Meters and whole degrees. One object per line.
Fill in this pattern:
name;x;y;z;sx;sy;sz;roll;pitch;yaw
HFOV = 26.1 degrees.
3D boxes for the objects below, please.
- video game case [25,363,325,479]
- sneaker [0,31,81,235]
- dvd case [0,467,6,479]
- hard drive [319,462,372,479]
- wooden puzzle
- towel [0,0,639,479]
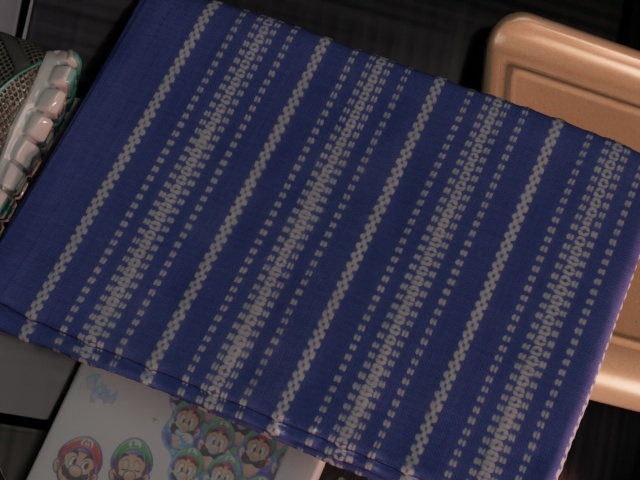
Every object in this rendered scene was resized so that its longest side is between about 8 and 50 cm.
video game case;-0.089;0.145;0.790;0.157;0.019;0.143;20;75;14
sneaker;-0.203;-0.047;0.787;0.076;0.065;0.166;26;74;-3
dvd case;-0.304;0.119;0.760;0.221;0.018;0.164;-25;96;-19
hard drive;0.017;0.159;0.851;0.255;0.054;0.172;-45;102;-15
wooden puzzle;0.194;-0.010;0.910;0.221;0.044;0.238;15;72;-18
towel;0.000;0.000;0.772;0.336;0.040;0.243;21;66;10
